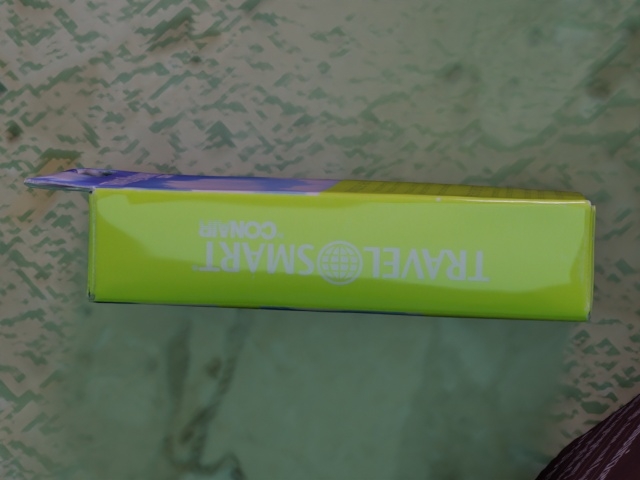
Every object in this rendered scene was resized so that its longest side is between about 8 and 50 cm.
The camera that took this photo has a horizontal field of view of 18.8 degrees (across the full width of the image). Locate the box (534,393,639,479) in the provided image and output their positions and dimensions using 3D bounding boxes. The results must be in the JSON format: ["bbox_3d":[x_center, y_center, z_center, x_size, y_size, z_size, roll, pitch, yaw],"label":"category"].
[{"bbox_3d":[0.166,0.106,0.570,0.167,0.168,0.203,50,122,4],"label":"box"}]

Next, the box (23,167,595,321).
[{"bbox_3d":[0.000,0.000,0.646,0.178,0.109,0.042,2,93,6],"label":"box"}]
